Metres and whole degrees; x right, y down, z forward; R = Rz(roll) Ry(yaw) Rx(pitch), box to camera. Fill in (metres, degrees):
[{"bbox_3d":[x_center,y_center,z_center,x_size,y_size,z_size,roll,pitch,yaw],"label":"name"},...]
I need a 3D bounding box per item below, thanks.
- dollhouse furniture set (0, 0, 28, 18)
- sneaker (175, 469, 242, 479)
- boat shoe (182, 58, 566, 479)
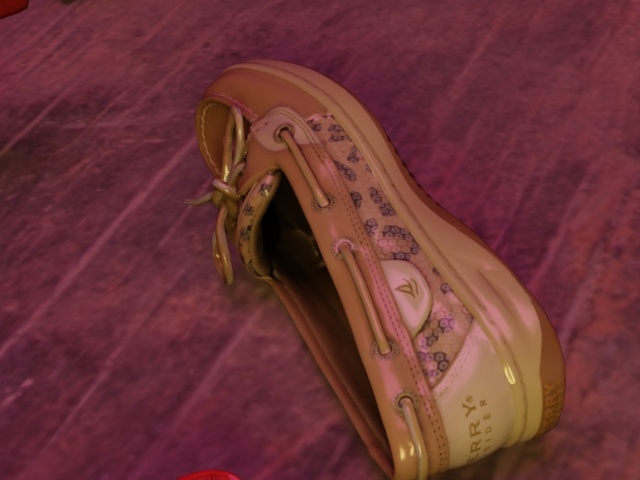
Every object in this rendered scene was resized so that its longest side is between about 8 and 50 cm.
[{"bbox_3d":[-0.296,-0.032,0.595,0.374,0.201,0.152,-29,41,-35],"label":"dollhouse furniture set"},{"bbox_3d":[0.003,0.132,0.442,0.221,0.087,0.128,-4,41,1],"label":"sneaker"},{"bbox_3d":[0.000,0.000,0.586,0.089,0.104,0.285,-22,43,-22],"label":"boat shoe"}]
